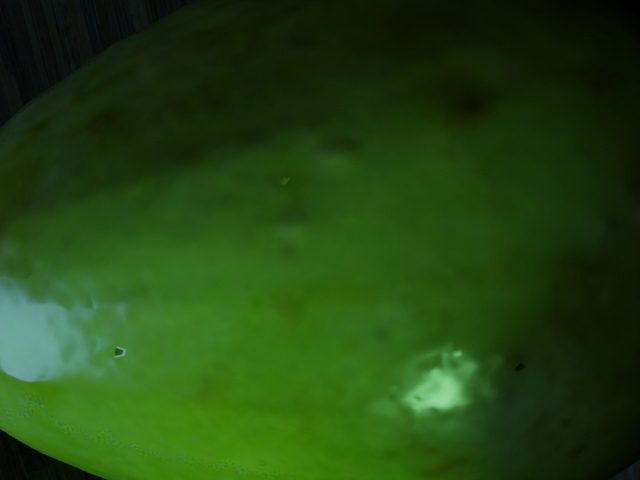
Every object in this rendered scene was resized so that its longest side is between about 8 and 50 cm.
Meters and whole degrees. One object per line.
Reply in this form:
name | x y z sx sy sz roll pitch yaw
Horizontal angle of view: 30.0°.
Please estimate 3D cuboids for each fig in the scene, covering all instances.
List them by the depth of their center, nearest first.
fig | 0.000 0.000 0.510 0.258 0.326 0.258 176 90 -79
